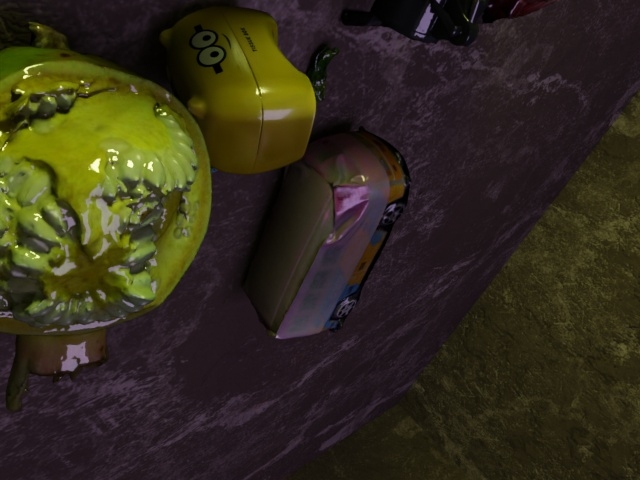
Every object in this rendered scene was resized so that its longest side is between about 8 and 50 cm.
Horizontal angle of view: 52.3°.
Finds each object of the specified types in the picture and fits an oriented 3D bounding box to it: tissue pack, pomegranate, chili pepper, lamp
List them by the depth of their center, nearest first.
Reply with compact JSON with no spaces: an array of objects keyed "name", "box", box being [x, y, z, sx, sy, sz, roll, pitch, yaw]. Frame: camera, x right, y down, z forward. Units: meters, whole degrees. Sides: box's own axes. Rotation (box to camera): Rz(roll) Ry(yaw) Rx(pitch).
[{"name":"pomegranate","box":[-0.232,-0.009,0.581,0.260,0.260,0.341,-8,118,-54]},{"name":"tissue pack","box":[-0.093,-0.158,0.682,0.127,0.178,0.123,-12,145,-20]},{"name":"lamp","box":[0.146,-0.334,0.801,0.147,0.172,0.227,-20,144,-47]},{"name":"chili pepper","box":[-0.001,-0.231,0.904,0.030,0.034,0.091,-69,179,-48]}]

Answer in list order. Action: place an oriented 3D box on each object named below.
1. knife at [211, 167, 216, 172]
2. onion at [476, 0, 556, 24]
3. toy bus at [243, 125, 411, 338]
[{"name":"knife","box":[-0.120,-0.114,0.915,0.091,0.005,0.014,-30,153,-30]},{"name":"onion","box":[0.295,-0.431,0.916,0.272,0.195,0.272,-16,174,-2]},{"name":"toy bus","box":[0.000,0.000,1.095,0.162,0.171,0.386,-17,143,-41]}]
